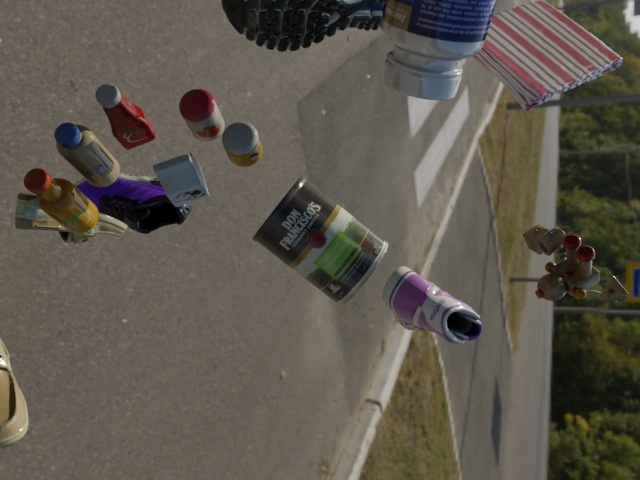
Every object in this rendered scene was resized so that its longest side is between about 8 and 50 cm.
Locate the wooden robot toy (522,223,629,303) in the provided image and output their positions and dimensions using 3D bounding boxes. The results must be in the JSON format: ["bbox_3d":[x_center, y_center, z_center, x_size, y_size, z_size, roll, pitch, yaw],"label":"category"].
[{"bbox_3d":[0.301,0.039,0.804,0.076,0.079,0.173,60,-3,-40],"label":"wooden robot toy"}]

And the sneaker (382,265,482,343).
[{"bbox_3d":[0.220,0.143,1.154,0.102,0.161,0.282,-61,154,1],"label":"sneaker"}]

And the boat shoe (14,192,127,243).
[{"bbox_3d":[-0.292,-0.019,0.742,0.135,0.050,0.045,18,87,-46],"label":"boat shoe"}]

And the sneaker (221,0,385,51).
[{"bbox_3d":[-0.010,-0.403,1.003,0.147,0.330,0.130,63,-29,16],"label":"sneaker"}]

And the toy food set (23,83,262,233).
[{"bbox_3d":[-0.184,-0.100,0.663,0.104,0.232,0.111,75,-4,-71],"label":"toy food set"}]

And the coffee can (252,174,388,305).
[{"bbox_3d":[0.000,0.000,1.574,0.275,0.201,0.201,38,35,-4],"label":"coffee can"}]

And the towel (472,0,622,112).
[{"bbox_3d":[0.275,-0.241,0.805,0.197,0.144,0.029,-27,155,-31],"label":"towel"}]

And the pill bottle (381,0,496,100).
[{"bbox_3d":[0.123,-0.247,0.651,0.112,0.112,0.186,-56,159,-57],"label":"pill bottle"}]

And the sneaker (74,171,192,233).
[{"bbox_3d":[-0.448,-0.080,1.487,0.146,0.293,0.102,-100,-169,-47],"label":"sneaker"}]

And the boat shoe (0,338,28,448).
[{"bbox_3d":[-0.585,0.202,1.049,0.122,0.341,0.110,-16,132,-41],"label":"boat shoe"}]
